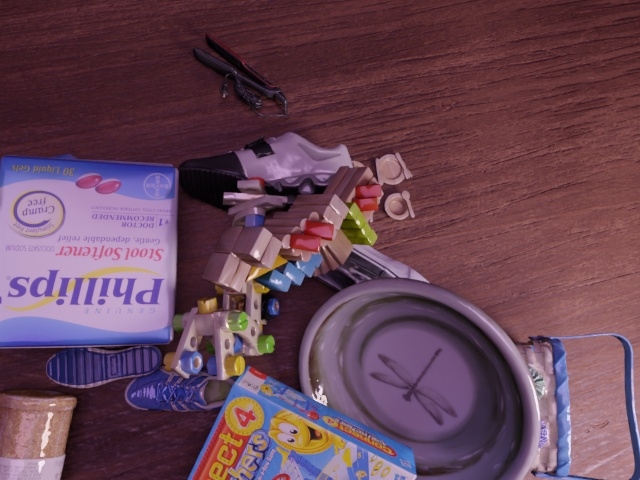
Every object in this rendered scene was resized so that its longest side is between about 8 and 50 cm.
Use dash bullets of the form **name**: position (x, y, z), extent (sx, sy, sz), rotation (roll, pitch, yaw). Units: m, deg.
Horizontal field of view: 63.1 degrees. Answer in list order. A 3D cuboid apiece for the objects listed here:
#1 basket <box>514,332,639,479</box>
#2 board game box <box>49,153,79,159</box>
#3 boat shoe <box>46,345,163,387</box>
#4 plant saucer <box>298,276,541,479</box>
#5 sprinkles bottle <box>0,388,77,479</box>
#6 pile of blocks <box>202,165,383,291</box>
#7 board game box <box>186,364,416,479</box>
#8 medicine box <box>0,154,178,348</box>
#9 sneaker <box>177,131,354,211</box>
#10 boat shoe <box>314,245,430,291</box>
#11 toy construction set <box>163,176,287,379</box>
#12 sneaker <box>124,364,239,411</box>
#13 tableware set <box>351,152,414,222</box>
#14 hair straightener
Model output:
- **basket**: position (0.402, 0.293, 0.914), extent (0.288, 0.201, 0.255), rotation (-1, 77, 1)
- **board game box**: position (-0.490, -0.080, 0.943), extent (0.168, 0.033, 0.133), rotation (-16, 80, -19)
- **boat shoe**: position (-0.361, 0.212, 0.883), extent (0.183, 0.066, 0.066), rotation (0, 79, -8)
- **plant saucer**: position (0.155, 0.241, 0.863), extent (0.401, 0.400, 0.100), rotation (55, 33, 5)
- **sprinkles bottle**: position (-0.470, 0.416, 0.796), extent (0.121, 0.121, 0.356), rotation (8, 77, -7)
- **pile of blocks**: position (0.000, 0.000, 0.797), extent (0.362, 0.112, 0.149), rotation (-32, 114, -39)
- **board game box**: position (-0.055, 0.406, 0.815), extent (0.301, 0.086, 0.308), rotation (26, 95, 3)
- **medicine box**: position (-0.372, 0.026, 0.858), extent (0.263, 0.149, 0.290), rotation (1, 80, -16)
- **sneaker**: position (-0.098, -0.136, 0.983), extent (0.330, 0.122, 0.146), rotation (4, 62, -8)
- **boat shoe**: position (0.080, 0.084, 0.950), extent (0.335, 0.121, 0.119), rotation (34, 63, 10)
- **toy construction set**: position (-0.140, 0.062, 0.862), extent (0.151, 0.215, 0.328), rotation (9, 81, 25)
- **sneaker**: position (-0.225, 0.250, 0.889), extent (0.211, 0.081, 0.080), rotation (-3, 79, -9)
- **tableware set**: position (0.109, -0.102, 1.045), extent (0.168, 0.020, 0.141), rotation (-9, 80, -11)
- **hair straightener**: position (-0.162, -0.309, 1.040), extent (0.230, 0.047, 0.089), rotation (38, 76, -4)
